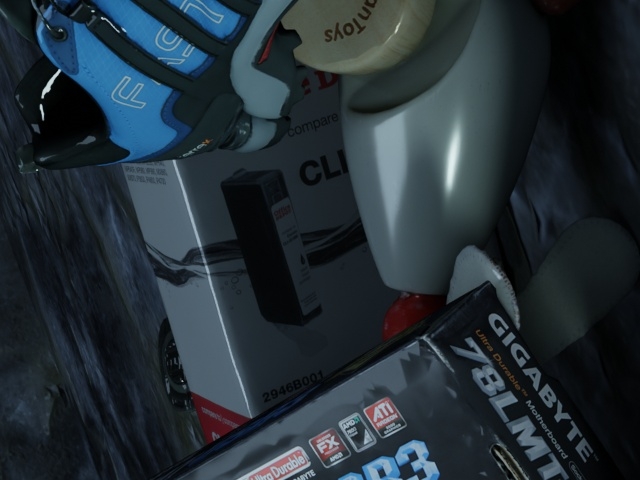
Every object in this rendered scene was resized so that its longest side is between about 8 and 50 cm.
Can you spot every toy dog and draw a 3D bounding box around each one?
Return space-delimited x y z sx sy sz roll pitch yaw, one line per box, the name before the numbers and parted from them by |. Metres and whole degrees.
toy dog | 0.096 -0.021 0.694 0.161 0.220 0.333 -11 106 30

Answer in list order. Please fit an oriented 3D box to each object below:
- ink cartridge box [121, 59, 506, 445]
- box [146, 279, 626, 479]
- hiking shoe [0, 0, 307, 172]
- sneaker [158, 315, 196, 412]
ink cartridge box | 0.000 0.000 0.876 0.114 0.197 0.273 8 116 65
box | 0.043 0.210 0.652 0.295 0.073 0.293 -35 87 37
hiking shoe | -0.070 -0.124 0.562 0.113 0.132 0.304 60 159 30
sneaker | -0.010 0.069 1.103 0.286 0.130 0.109 -17 78 48
